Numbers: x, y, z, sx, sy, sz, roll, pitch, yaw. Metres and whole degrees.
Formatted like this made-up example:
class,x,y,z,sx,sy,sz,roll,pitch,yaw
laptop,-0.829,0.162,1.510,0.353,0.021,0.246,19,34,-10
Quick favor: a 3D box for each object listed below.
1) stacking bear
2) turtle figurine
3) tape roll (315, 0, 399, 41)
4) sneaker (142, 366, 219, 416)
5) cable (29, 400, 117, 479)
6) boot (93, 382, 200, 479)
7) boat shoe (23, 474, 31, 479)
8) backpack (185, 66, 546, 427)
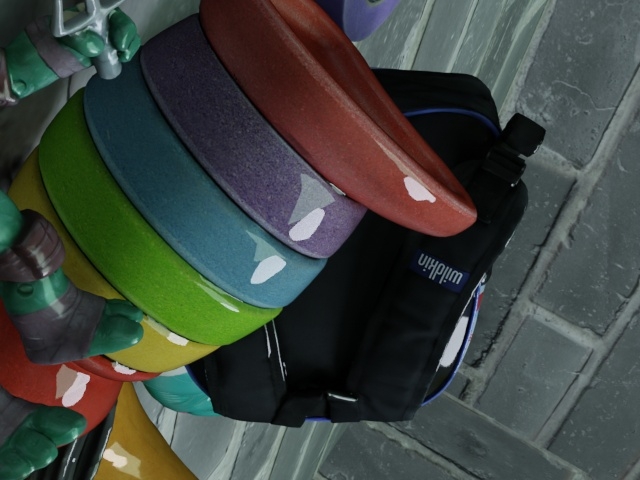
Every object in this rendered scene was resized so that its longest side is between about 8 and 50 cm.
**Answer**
class,x,y,z,sx,sy,sz,roll,pitch,yaw
stacking bear,-0.094,0.003,0.557,0.289,0.175,0.164,-41,154,14
turtle figurine,-0.140,-0.038,0.384,0.175,0.118,0.234,-46,130,-45
tape roll,0.032,-0.251,0.789,0.189,0.080,0.189,-56,168,-19
sneaker,-0.063,0.053,0.984,0.295,0.123,0.178,-45,157,-32
cable,-0.201,0.218,0.691,0.139,0.072,0.287,-41,147,-57
boot,-0.123,0.217,0.907,0.104,0.211,0.295,-54,166,-33
boat shoe,-0.228,0.193,0.761,0.066,0.066,0.183,-59,163,-3
backpack,0.000,0.000,0.773,0.213,0.276,0.263,-78,173,-65
